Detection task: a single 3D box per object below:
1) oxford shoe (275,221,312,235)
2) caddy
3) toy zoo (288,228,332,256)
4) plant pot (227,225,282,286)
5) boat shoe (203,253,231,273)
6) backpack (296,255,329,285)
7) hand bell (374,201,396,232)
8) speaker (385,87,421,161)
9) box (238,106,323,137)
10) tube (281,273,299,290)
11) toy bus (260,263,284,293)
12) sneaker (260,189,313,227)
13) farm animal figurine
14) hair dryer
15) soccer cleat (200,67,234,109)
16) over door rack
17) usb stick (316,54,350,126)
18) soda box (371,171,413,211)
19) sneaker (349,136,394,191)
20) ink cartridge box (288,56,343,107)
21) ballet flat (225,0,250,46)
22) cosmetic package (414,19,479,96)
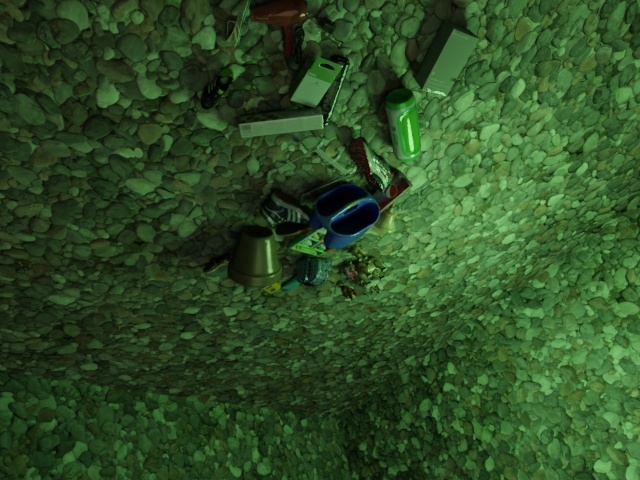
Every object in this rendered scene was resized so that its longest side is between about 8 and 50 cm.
[{"bbox_3d":[-0.116,-0.051,2.104,0.212,0.076,0.076,-12,148,-7],"label":"oxford shoe"},{"bbox_3d":[0.111,-0.121,1.942,0.341,0.241,0.179,-30,165,-36],"label":"caddy"},{"bbox_3d":[0.000,0.000,2.146,0.192,0.030,0.293,18,148,-34],"label":"toy zoo"},{"bbox_3d":[-0.307,0.060,2.050,0.262,0.263,0.229,-1,116,-19],"label":"plant pot"},{"bbox_3d":[-0.521,0.111,2.139,0.152,0.056,0.049,-29,132,-3],"label":"boat shoe"},{"bbox_3d":[-0.033,0.157,2.244,0.116,0.158,0.173,16,164,-30],"label":"backpack"},{"bbox_3d":[0.359,-0.174,2.141,0.126,0.126,0.242,6,120,-24],"label":"hand bell"},{"bbox_3d":[0.348,-0.476,1.796,0.131,0.131,0.297,-21,137,2],"label":"speaker"},{"bbox_3d":[-0.152,-0.455,1.653,0.323,0.063,0.067,-8,138,-1],"label":"box"},{"bbox_3d":[-0.130,0.222,2.395,0.080,0.052,0.207,27,126,-32],"label":"tube"},{"bbox_3d":[-0.294,0.207,2.266,0.202,0.104,0.191,-3,140,-25],"label":"toy bus"},{"bbox_3d":[-0.148,-0.113,2.007,0.282,0.099,0.153,29,117,-33],"label":"sneaker"},{"bbox_3d":[0.221,0.150,2.372,0.326,0.172,0.330,-5,129,-33],"label":"farm animal figurine"},{"bbox_3d":[-0.106,-0.697,1.442,0.293,0.080,0.224,20,125,-34],"label":"hair dryer"},{"bbox_3d":[-0.368,-0.530,1.522,0.060,0.072,0.179,25,122,-37],"label":"soccer cleat"},{"bbox_3d":[-0.043,-0.309,1.855,0.324,0.108,0.239,-29,138,31],"label":"over door rack"},{"bbox_3d":[0.036,-0.567,1.651,0.077,0.045,0.278,9,131,-17],"label":"usb stick"},{"bbox_3d":[0.311,-0.209,2.060,0.263,0.092,0.083,-41,171,23],"label":"soda box"},{"bbox_3d":[0.228,-0.349,1.907,0.112,0.120,0.299,-50,135,-10],"label":"sneaker"},{"bbox_3d":[-0.021,-0.587,1.557,0.108,0.062,0.209,9,147,-29],"label":"ink cartridge box"},{"bbox_3d":[-0.270,-0.712,1.388,0.052,0.057,0.168,14,128,-19],"label":"ballet flat"},{"bbox_3d":[0.476,-0.691,1.640,0.127,0.107,0.238,6,135,-21],"label":"cosmetic package"}]
